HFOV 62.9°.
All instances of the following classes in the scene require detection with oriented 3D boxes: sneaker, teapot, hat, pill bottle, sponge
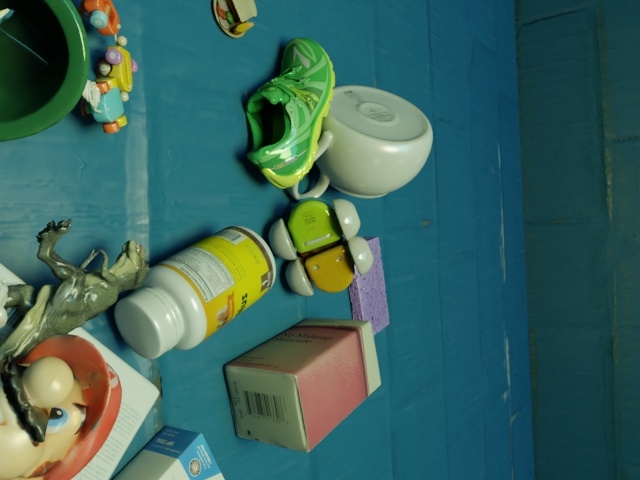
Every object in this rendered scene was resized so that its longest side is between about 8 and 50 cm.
[{"bbox_3d":[-0.054,-0.238,0.890,0.123,0.109,0.296,31,58,-44],"label":"sneaker"},{"bbox_3d":[0.080,-0.167,1.018,0.253,0.255,0.187,-83,-171,-50],"label":"teapot"},{"bbox_3d":[-0.335,-0.217,0.571,0.208,0.183,0.173,-27,118,-10],"label":"hat"},{"bbox_3d":[-0.164,0.068,0.710,0.215,0.117,0.118,-35,116,-50],"label":"pill bottle"},{"bbox_3d":[0.104,0.104,1.165,0.117,0.031,0.210,-21,106,-53],"label":"sponge"}]

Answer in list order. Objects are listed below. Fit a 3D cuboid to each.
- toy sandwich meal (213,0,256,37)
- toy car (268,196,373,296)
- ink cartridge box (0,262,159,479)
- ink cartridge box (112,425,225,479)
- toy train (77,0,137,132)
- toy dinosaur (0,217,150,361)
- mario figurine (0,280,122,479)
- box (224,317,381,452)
[{"bbox_3d":[-0.137,-0.372,0.850,0.085,0.029,0.086,5,84,-55],"label":"toy sandwich meal"},{"bbox_3d":[0.000,0.000,0.948,0.136,0.159,0.182,-101,169,-64],"label":"toy car"},{"bbox_3d":[-0.323,0.187,0.527,0.275,0.060,0.239,56,46,-36],"label":"ink cartridge box"},{"bbox_3d":[-0.222,0.364,0.644,0.231,0.077,0.134,-42,121,-48],"label":"ink cartridge box"},{"bbox_3d":[-0.264,-0.211,0.616,0.125,0.046,0.167,80,9,-68],"label":"toy train"},{"bbox_3d":[-0.272,0.054,0.513,0.268,0.063,0.118,-46,131,-42],"label":"toy dinosaur"},{"bbox_3d":[-0.259,0.118,0.341,0.320,0.169,0.198,4,88,-63],"label":"mario figurine"},{"bbox_3d":[-0.022,0.227,0.876,0.232,0.148,0.127,-21,104,-54],"label":"box"}]
